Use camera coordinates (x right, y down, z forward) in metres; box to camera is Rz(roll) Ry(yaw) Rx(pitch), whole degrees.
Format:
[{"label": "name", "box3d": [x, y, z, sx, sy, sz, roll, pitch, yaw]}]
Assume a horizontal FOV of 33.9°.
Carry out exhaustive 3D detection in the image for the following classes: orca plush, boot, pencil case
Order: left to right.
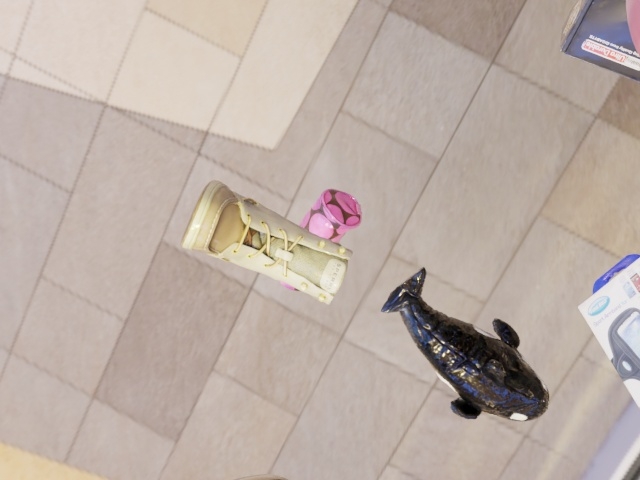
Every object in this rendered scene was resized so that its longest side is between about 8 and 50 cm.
[{"label": "boot", "box3d": [-0.051, 0.007, 1.105, 0.165, 0.213, 0.077, 27, 93, 7]}, {"label": "pencil case", "box3d": [0.000, 0.000, 1.871, 0.098, 0.095, 0.209, 13, 138, -23]}, {"label": "orca plush", "box3d": [0.226, 0.153, 1.461, 0.151, 0.102, 0.287, -40, 99, -19]}]

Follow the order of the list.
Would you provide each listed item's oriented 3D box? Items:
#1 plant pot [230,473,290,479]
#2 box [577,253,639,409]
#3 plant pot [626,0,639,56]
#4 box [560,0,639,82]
[{"label": "plant pot", "box3d": [-0.134, 0.440, 1.305, 0.284, 0.191, 0.284, -9, 78, 45]}, {"label": "box", "box3d": [0.283, 0.077, 0.910, 0.081, 0.028, 0.136, -46, 56, 30]}, {"label": "plant pot", "box3d": [0.360, -0.208, 0.802, 0.201, 0.180, 0.201, 1, 79, -6]}, {"label": "box", "box3d": [0.489, -0.310, 1.281, 0.295, 0.073, 0.293, 21, 131, -3]}]
